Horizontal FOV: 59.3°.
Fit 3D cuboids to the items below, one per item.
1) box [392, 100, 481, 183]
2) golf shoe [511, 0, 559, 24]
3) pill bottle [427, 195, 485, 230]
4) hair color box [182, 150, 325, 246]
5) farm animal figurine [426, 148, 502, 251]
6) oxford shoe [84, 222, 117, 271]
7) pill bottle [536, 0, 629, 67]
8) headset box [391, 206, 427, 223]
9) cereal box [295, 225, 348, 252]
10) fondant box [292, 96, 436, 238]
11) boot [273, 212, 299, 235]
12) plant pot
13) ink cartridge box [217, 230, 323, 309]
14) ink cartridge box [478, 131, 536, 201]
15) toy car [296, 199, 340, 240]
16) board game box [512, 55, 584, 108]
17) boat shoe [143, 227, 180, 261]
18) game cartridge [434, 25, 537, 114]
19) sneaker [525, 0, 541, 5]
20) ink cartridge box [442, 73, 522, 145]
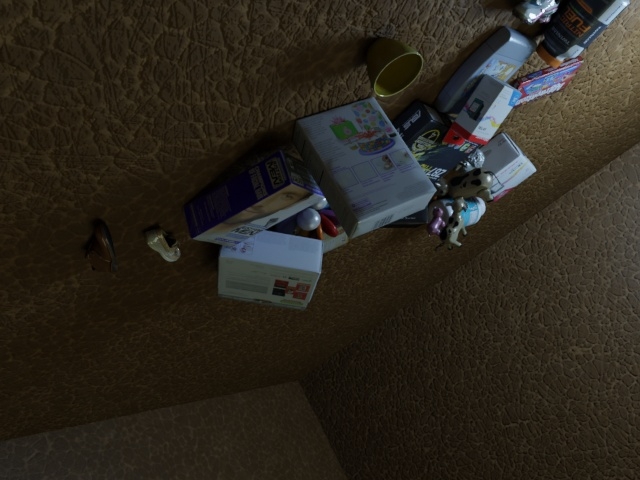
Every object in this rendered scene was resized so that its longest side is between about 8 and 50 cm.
[{"bbox_3d":[0.315,-0.282,1.844,0.318,0.097,0.395,-38,157,29],"label":"box"},{"bbox_3d":[0.566,-0.618,1.473,0.186,0.067,0.086,-27,155,-41],"label":"golf shoe"},{"bbox_3d":[0.604,-0.126,2.468,0.264,0.146,0.146,-14,153,-35],"label":"pill bottle"},{"bbox_3d":[-0.180,-0.102,1.525,0.339,0.110,0.185,-28,160,23],"label":"hair color box"},{"bbox_3d":[0.492,-0.165,2.051,0.327,0.330,0.172,-31,140,15],"label":"farm animal figurine"},{"bbox_3d":[-0.571,0.028,1.454,0.076,0.076,0.212,-8,151,-21],"label":"oxford shoe"},{"bbox_3d":[0.731,-0.613,1.598,0.130,0.130,0.245,-10,150,-41],"label":"pill bottle"},{"bbox_3d":[0.236,-0.102,1.888,0.218,0.110,0.293,0,178,2],"label":"headset box"},{"bbox_3d":[0.000,0.000,2.124,0.240,0.047,0.173,-23,157,-16],"label":"cereal box"},{"bbox_3d":[0.107,-0.195,1.458,0.238,0.330,0.096,-22,160,-20],"label":"fondant box"},{"bbox_3d":[-0.105,0.006,1.905,0.095,0.123,0.258,-17,155,-29],"label":"boot"},{"bbox_3d":[0.162,-0.426,1.344,0.134,0.095,0.134,-25,157,-12],"label":"plant pot"},{"bbox_3d":[-0.169,0.094,1.809,0.310,0.130,0.272,10,146,-6],"label":"ink cartridge box"},{"bbox_3d":[0.721,-0.290,2.284,0.226,0.131,0.306,-39,158,22],"label":"ink cartridge box"},{"bbox_3d":[0.006,-0.070,1.812,0.159,0.136,0.182,82,25,-65],"label":"toy car"},{"bbox_3d":[0.763,-0.538,1.938,0.281,0.027,0.145,-23,158,-17],"label":"board game box"},{"bbox_3d":[-0.433,0.012,1.594,0.059,0.063,0.170,-25,158,4],"label":"boat shoe"},{"bbox_3d":[0.481,-0.489,1.664,0.198,0.062,0.297,-12,152,-47],"label":"game cartridge"},{"bbox_3d":[0.594,-0.673,1.363,0.237,0.086,0.085,-44,153,28],"label":"sneaker"},{"bbox_3d":[0.482,-0.369,1.686,0.134,0.078,0.231,-3,132,-49],"label":"ink cartridge box"}]
